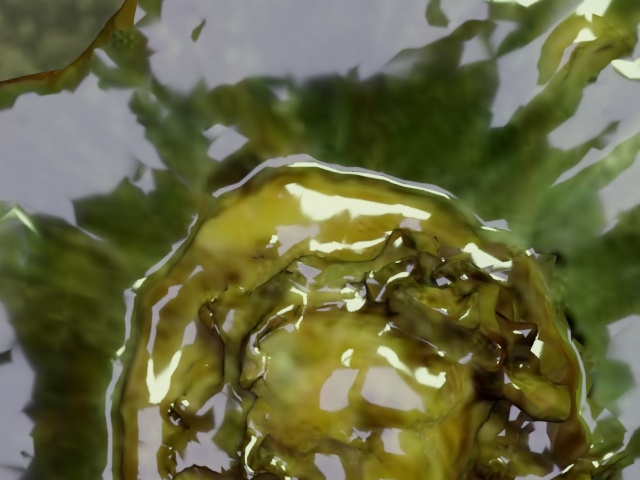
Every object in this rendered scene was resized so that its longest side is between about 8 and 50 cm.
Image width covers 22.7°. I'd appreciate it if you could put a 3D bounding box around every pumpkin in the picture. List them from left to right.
[{"bbox_3d":[-0.001,0.027,0.363,0.290,0.095,0.258,-38,91,2],"label":"pumpkin"}]
